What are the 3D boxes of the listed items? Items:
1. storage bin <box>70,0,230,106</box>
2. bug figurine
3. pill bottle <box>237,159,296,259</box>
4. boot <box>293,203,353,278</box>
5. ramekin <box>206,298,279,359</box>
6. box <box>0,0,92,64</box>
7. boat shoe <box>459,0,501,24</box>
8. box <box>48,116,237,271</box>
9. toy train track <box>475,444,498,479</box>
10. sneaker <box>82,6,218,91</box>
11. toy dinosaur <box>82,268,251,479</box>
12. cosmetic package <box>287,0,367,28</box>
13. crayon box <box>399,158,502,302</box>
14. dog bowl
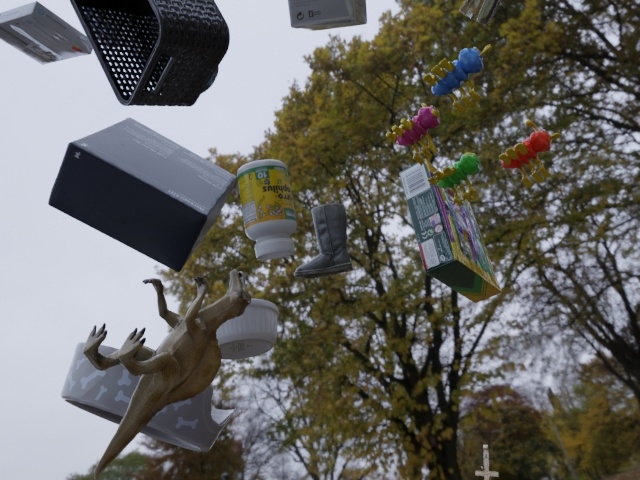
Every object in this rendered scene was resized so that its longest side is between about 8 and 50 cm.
[{"bbox_3d":[-0.190,-0.248,0.518,0.084,0.180,0.122,-18,-16,-47],"label":"storage bin"},{"bbox_3d":[0.242,-0.179,0.786,0.279,0.072,0.216,37,-49,-25],"label":"bug figurine"},{"bbox_3d":[-0.117,-0.066,1.075,0.118,0.208,0.117,-9,-11,-2],"label":"pill bottle"},{"bbox_3d":[-0.001,0.001,1.406,0.190,0.208,0.076,-9,-11,-9],"label":"boot"},{"bbox_3d":[-0.266,0.301,1.572,0.273,0.127,0.273,-9,-28,-5],"label":"ramekin"},{"bbox_3d":[-0.647,-0.472,1.097,0.186,0.038,0.145,3,-13,29],"label":"box"},{"bbox_3d":[0.302,-0.479,0.819,0.072,0.068,0.190,30,-62,11],"label":"boat shoe"},{"bbox_3d":[-0.433,-0.131,1.225,0.343,0.312,0.179,29,-67,-8],"label":"box"},{"bbox_3d":[0.354,0.479,1.019,0.048,0.083,0.014,-13,-47,29],"label":"toy train track"},{"bbox_3d":[-0.239,-0.332,0.713,0.140,0.341,0.125,-34,-33,-23],"label":"sneaker"},{"bbox_3d":[-0.110,0.088,0.330,0.183,0.053,0.092,-53,-46,-17],"label":"toy dinosaur"},{"bbox_3d":[0.006,-0.685,1.064,0.156,0.217,0.385,0,-67,13],"label":"cosmetic package"},{"bbox_3d":[0.397,-0.025,1.460,0.106,0.363,0.313,-28,-39,29],"label":"crayon box"},{"bbox_3d":[-0.349,0.326,0.960,0.349,0.102,0.348,15,-30,9],"label":"dog bowl"}]
